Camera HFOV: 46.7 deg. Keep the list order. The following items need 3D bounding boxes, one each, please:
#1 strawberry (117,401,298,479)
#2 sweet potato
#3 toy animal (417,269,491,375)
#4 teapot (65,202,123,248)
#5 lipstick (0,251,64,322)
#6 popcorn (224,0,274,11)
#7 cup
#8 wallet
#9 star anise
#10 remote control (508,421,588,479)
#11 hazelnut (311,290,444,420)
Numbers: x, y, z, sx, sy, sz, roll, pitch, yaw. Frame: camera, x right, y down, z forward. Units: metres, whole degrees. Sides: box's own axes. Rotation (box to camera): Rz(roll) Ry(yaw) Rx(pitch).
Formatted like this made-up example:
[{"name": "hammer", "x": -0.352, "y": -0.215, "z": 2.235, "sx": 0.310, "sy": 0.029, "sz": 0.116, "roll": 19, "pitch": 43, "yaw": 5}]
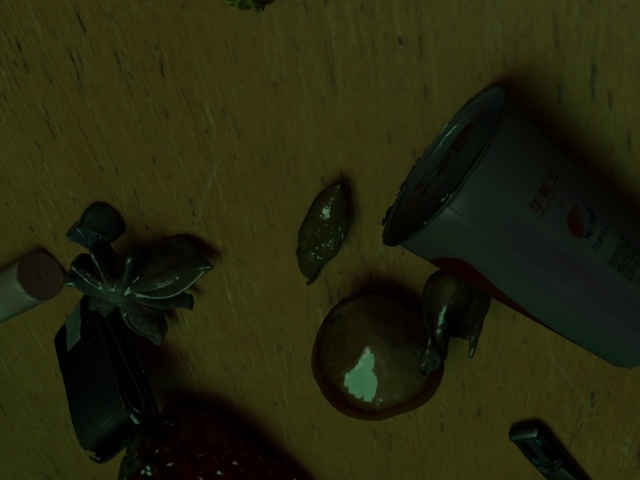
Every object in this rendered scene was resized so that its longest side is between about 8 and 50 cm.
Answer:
[{"name": "strawberry", "x": -0.196, "y": 0.472, "z": 1.321, "sx": 0.345, "sy": 0.317, "sz": 0.295, "roll": 22, "pitch": 122, "yaw": -15}, {"name": "sweet potato", "x": 0.000, "y": 0.000, "z": 0.974, "sx": 0.068, "sy": 0.060, "sz": 0.206, "roll": 58, "pitch": 152, "yaw": 24}, {"name": "toy animal", "x": 0.157, "y": 0.095, "z": 0.893, "sx": 0.089, "sy": 0.179, "sz": 0.188, "roll": 16, "pitch": 158, "yaw": 20}, {"name": "teapot", "x": -0.355, "y": -0.018, "z": 1.149, "sx": 0.088, "sy": 0.057, "sz": 0.066, "roll": -1, "pitch": 124, "yaw": 29}, {"name": "lipstick", "x": -0.591, "y": 0.107, "z": 1.357, "sx": 0.326, "sy": 0.087, "sz": 0.087, "roll": -22, "pitch": 113, "yaw": 38}, {"name": "popcorn", "x": -0.075, "y": -0.283, "z": 0.784, "sx": 0.083, "sy": 0.057, "sz": 0.082, "roll": 22, "pitch": 127, "yaw": 15}, {"name": "cup", "x": 0.233, "y": 0.002, "z": 0.772, "sx": 0.288, "sy": 0.203, "sz": 0.203, "roll": 34, "pitch": 135, "yaw": -9}, {"name": "wallet", "x": -0.389, "y": 0.238, "z": 1.300, "sx": 0.221, "sy": 0.071, "sz": 0.262, "roll": -44, "pitch": 65, "yaw": 45}, {"name": "star anise", "x": -0.291, "y": 0.066, "z": 1.155, "sx": 0.198, "sy": 0.111, "sz": 0.257, "roll": 22, "pitch": 142, "yaw": -11}, {"name": "remote control", "x": 0.352, "y": 0.343, "z": 1.081, "sx": 0.059, "sy": 0.028, "sz": 0.212, "roll": -28, "pitch": 109, "yaw": 40}, {"name": "hazelnut", "x": 0.072, "y": 0.148, "z": 0.991, "sx": 0.182, "sy": 0.182, "sz": 0.182, "roll": 15, "pitch": 131, "yaw": 17}]
